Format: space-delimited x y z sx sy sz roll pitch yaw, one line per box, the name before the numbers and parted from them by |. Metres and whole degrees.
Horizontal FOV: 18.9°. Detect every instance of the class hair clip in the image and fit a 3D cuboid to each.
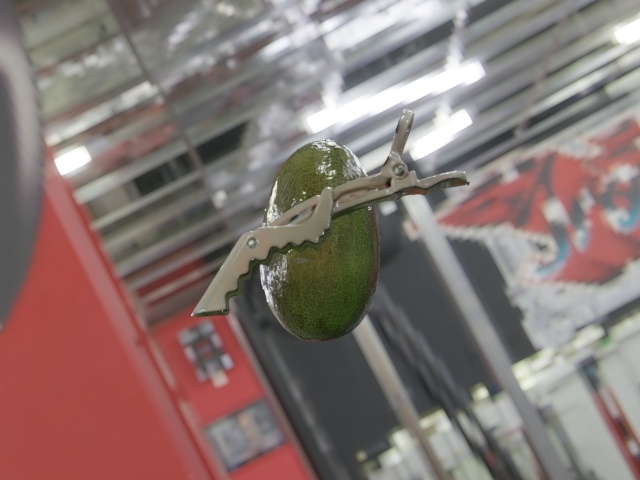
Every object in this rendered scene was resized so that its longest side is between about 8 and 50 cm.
hair clip | -0.006 -0.018 1.411 0.226 0.072 0.034 -29 -9 -2

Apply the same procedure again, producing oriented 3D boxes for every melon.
melon | 0.000 0.000 1.536 0.099 0.162 0.099 1 8 0
